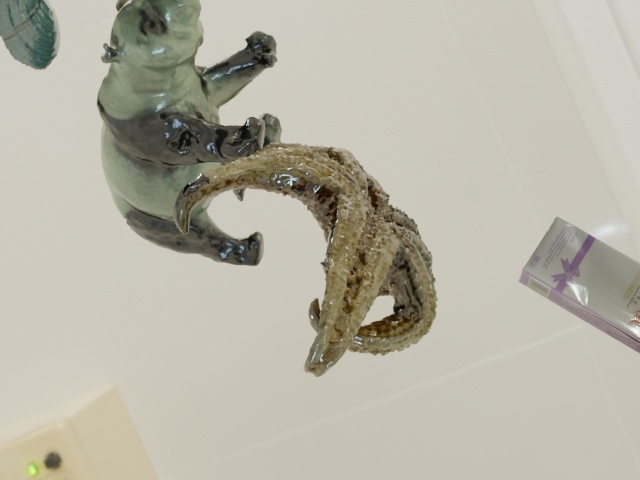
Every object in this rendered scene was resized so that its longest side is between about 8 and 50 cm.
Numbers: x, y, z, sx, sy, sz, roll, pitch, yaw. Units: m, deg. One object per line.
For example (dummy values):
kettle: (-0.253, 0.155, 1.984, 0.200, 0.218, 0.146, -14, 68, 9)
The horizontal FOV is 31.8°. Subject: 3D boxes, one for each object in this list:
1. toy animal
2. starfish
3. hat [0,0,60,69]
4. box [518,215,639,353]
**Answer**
toy animal: (-0.090, -0.075, 0.754, 0.121, 0.094, 0.225, 8, -30, 2)
starfish: (-0.001, 0.001, 0.592, 0.074, 0.146, 0.190, -45, 11, 15)
hat: (-0.202, -0.153, 0.589, 0.078, 0.138, 0.191, -37, -8, -10)
box: (0.199, 0.034, 0.771, 0.050, 0.117, 0.036, -58, -15, -10)
